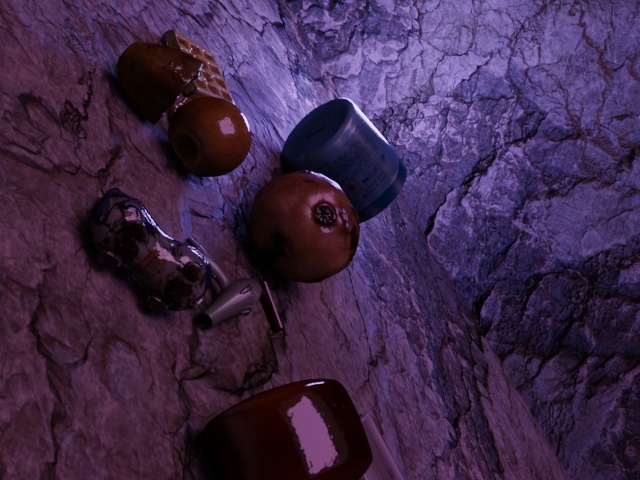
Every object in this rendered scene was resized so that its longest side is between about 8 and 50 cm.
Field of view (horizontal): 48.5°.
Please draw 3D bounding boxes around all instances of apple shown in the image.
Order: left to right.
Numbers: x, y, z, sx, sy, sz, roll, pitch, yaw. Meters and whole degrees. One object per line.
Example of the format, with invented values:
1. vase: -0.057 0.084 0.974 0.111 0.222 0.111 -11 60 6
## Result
1. apple: -0.289 -0.270 1.861 0.188 0.211 0.211 -30 89 -43

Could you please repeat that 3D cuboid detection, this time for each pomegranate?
1. pomegranate: -0.045 -0.037 1.982 0.322 0.322 0.322 48 23 -28

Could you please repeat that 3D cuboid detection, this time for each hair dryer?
1. hair dryer: -0.246 0.112 1.634 0.225 0.088 0.219 39 29 -14

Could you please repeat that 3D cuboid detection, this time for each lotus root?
1. lotus root: -0.421 -0.429 1.820 0.180 0.188 0.199 39 27 -14

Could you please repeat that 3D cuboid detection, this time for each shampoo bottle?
1. shampoo bottle: 0.083 -0.286 2.566 0.342 0.331 0.331 44 25 -31

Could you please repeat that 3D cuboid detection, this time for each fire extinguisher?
1. fire extinguisher: -0.134 0.158 1.868 0.049 0.035 0.173 8 57 -60

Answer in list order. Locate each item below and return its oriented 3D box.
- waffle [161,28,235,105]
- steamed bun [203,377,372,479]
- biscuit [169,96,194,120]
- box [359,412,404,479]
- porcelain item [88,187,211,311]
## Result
1. waffle: -0.375 -0.520 2.216 0.221 0.055 0.248 13 49 -62
2. steamed bun: -0.041 0.408 1.427 0.379 0.248 0.235 18 45 -62
3. biscuit: -0.367 -0.344 2.028 0.142 0.029 0.221 55 20 -7
4. box: 0.108 0.579 1.751 0.252 0.106 0.203 63 19 7
5. porcelain item: -0.349 0.020 1.450 0.288 0.138 0.186 44 8 -26
